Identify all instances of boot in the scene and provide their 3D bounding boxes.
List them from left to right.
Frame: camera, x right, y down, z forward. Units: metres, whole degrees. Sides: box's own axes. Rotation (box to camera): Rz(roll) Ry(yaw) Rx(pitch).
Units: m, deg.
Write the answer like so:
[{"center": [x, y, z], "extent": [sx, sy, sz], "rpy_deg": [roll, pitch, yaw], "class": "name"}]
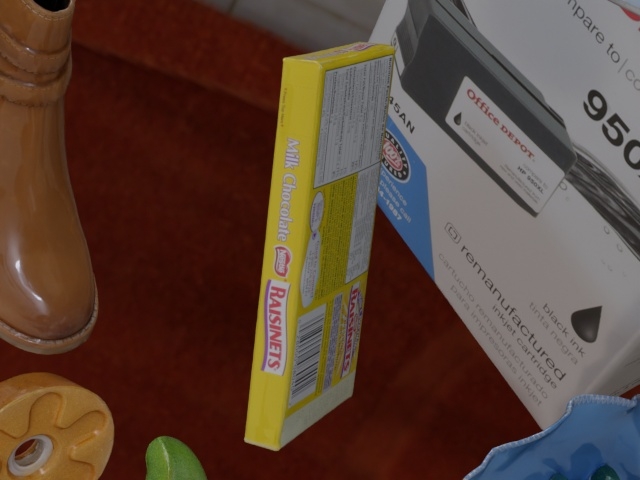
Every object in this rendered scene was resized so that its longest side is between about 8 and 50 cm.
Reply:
[{"center": [-0.185, -0.087, 1.017], "extent": [0.220, 0.109, 0.283], "rpy_deg": [-43, 60, 52], "class": "boot"}]

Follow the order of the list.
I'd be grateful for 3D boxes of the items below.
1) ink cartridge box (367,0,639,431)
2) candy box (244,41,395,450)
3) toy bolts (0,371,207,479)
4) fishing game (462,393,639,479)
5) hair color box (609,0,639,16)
[{"center": [0.185, -0.096, 1.006], "extent": [0.166, 0.285, 0.395], "rpy_deg": [-27, -19, -26], "class": "ink cartridge box"}, {"center": [0.000, 0.000, 0.849], "extent": [0.105, 0.027, 0.206], "rpy_deg": [-28, -53, -66], "class": "candy box"}, {"center": [-0.141, 0.215, 0.899], "extent": [0.228, 0.158, 0.218], "rpy_deg": [-44, -41, -8], "class": "toy bolts"}, {"center": [0.073, 0.136, 0.498], "extent": [0.264, 0.041, 0.189], "rpy_deg": [-44, -42, -20], "class": "fishing game"}, {"center": [0.277, -0.057, 0.552], "extent": [0.374, 0.185, 0.113], "rpy_deg": [14, -76, -51], "class": "hair color box"}]
